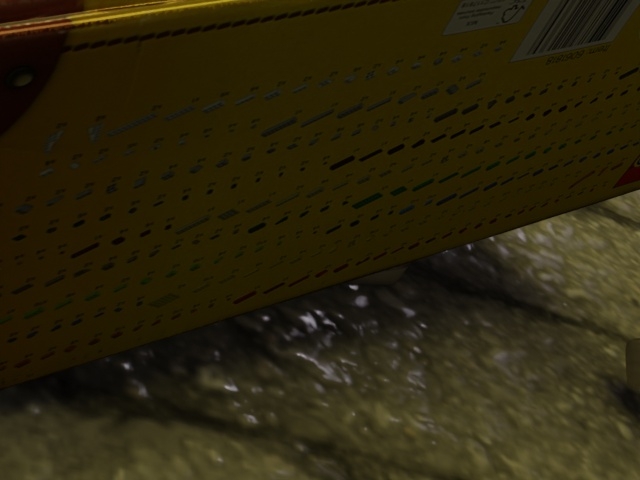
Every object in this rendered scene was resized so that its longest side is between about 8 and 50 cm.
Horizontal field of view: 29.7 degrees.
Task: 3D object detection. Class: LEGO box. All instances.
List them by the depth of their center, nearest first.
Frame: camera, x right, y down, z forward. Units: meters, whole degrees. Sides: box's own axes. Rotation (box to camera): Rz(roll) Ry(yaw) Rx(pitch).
[{"bbox_3d":[-0.029,-0.181,0.538,0.500,0.193,0.372,-15,60,-33],"label":"LEGO box"}]

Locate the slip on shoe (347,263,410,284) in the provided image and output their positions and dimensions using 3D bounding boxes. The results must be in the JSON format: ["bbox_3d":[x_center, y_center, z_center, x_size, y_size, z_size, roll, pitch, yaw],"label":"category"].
[{"bbox_3d":[0.000,0.000,0.614,0.135,0.041,0.051,1,39,-42],"label":"slip on shoe"}]

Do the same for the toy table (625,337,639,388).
[{"bbox_3d":[0.307,0.061,0.605,0.161,0.274,0.252,-2,79,-38],"label":"toy table"}]
